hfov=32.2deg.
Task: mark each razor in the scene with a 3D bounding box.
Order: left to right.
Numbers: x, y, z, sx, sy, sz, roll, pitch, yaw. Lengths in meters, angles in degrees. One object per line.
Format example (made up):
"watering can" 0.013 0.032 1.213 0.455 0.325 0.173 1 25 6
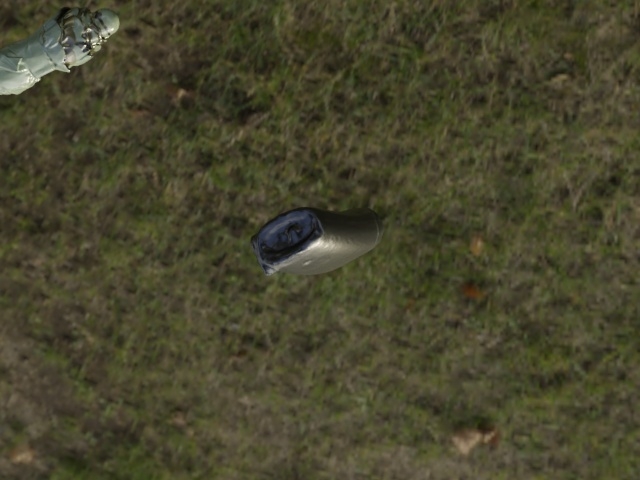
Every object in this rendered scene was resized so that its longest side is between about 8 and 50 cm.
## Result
"razor" 0.000 0.000 1.087 0.090 0.148 0.054 -30 78 24

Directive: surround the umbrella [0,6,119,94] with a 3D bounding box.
"umbrella" -0.265 -0.189 1.098 0.144 0.062 0.067 -28 170 -6
